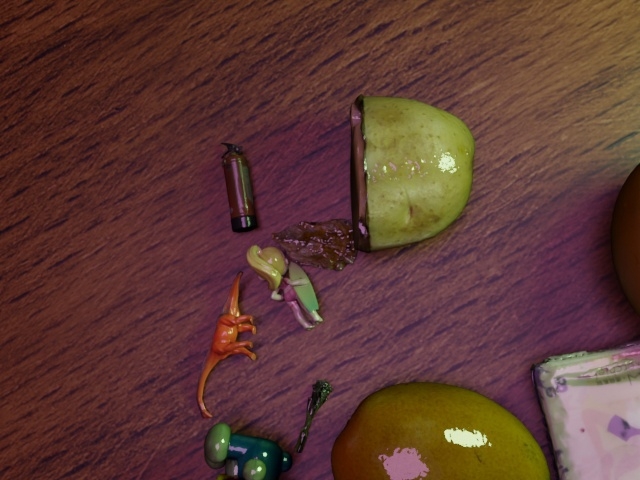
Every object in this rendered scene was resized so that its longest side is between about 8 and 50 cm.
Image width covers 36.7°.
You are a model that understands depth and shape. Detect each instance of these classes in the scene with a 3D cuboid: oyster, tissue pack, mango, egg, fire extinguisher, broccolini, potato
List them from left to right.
[{"bbox_3d":[-0.157,-0.105,1.818,0.062,0.050,0.177,-18,78,44],"label":"fire extinguisher"},{"bbox_3d":[-0.014,0.322,1.765,0.035,0.030,0.140,18,91,-27],"label":"broccolini"},{"bbox_3d":[0.000,0.000,1.794,0.146,0.045,0.122,40,76,9],"label":"oyster"},{"bbox_3d":[0.161,-0.123,1.701,0.242,0.242,0.285,-3,64,7],"label":"potato"},{"bbox_3d":[0.206,0.375,1.632,0.378,0.221,0.264,12,69,-2],"label":"mango"},{"bbox_3d":[0.508,0.350,1.641,0.242,0.125,0.344,-11,80,6],"label":"tissue pack"},{"bbox_3d":[0.624,0.002,1.585,0.282,0.282,0.351,-2,80,7],"label":"egg"}]

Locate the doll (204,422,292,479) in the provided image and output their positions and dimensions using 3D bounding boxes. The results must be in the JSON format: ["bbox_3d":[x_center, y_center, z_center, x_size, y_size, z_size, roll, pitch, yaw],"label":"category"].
[{"bbox_3d":[-0.124,0.482,1.674,0.186,0.198,0.322,2,74,-5],"label":"doll"}]

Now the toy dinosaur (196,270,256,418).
[{"bbox_3d":[-0.168,0.196,1.784,0.101,0.055,0.280,8,86,17],"label":"toy dinosaur"}]

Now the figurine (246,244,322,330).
[{"bbox_3d":[-0.065,0.083,1.771,0.083,0.083,0.187,-34,88,2],"label":"figurine"}]
